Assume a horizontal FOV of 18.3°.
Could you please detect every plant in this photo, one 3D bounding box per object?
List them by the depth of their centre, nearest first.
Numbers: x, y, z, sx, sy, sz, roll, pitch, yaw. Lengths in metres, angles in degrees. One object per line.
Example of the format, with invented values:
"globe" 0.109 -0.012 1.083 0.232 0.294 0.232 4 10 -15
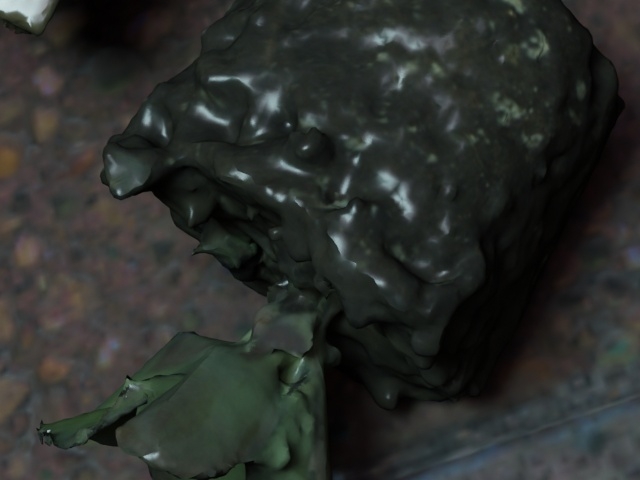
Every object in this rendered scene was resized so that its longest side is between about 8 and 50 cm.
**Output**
"plant" 0.000 0.000 0.635 0.131 0.142 0.203 27 71 14

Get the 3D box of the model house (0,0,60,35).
"model house" -0.053 -0.145 0.652 0.248 0.181 0.176 24 86 34
